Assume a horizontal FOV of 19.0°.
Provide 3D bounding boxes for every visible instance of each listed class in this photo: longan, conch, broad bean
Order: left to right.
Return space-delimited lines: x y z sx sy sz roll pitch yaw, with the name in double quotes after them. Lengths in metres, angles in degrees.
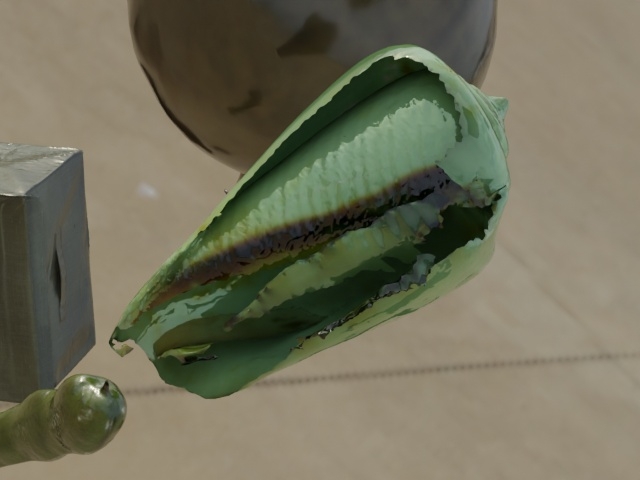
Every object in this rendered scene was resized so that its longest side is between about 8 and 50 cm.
-0.204 0.133 1.333 0.053 0.256 0.052 -41 102 -40 "broad bean"
0.001 -0.182 1.442 0.297 0.297 0.297 33 23 -16 "longan"
0.011 -0.001 1.081 0.143 0.250 0.137 41 -22 19 "conch"

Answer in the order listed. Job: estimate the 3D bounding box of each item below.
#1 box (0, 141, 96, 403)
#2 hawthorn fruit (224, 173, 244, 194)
-0.329 0.030 1.972 0.155 0.231 0.149 4 23 16 "box"
0.031 -0.043 1.790 0.235 0.181 0.181 -14 55 -39 "hawthorn fruit"
